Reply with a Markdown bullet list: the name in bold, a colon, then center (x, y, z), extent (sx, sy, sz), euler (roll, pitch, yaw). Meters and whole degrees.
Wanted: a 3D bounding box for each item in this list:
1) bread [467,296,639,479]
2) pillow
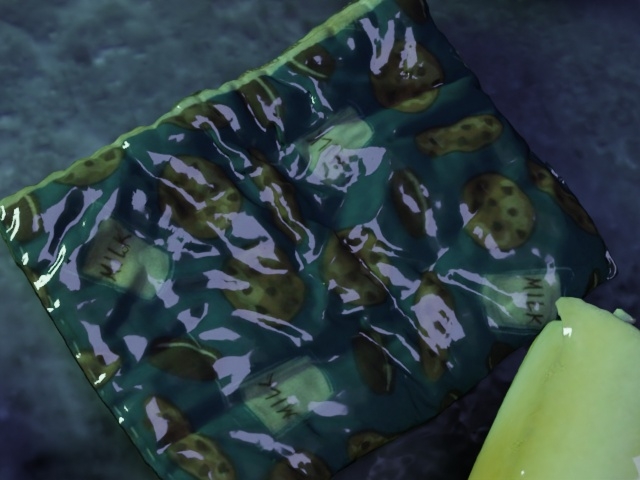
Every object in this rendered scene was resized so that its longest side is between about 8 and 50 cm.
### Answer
- **bread**: center (0.204, 0.147, 0.636), extent (0.333, 0.160, 0.333), euler (5, 68, -12)
- **pillow**: center (0.000, 0.002, 0.711), extent (0.255, 0.034, 0.189), euler (-32, 82, -26)
